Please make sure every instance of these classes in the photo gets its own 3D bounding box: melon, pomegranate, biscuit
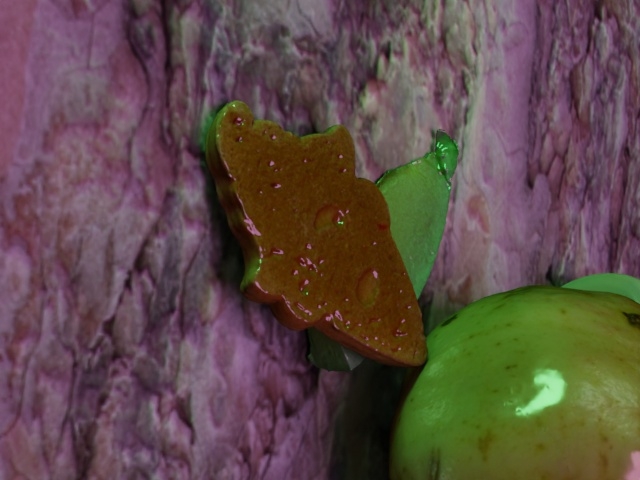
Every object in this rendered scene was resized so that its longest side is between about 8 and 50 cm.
[{"bbox_3d":[0.051,-0.001,1.384,0.114,0.053,0.261,47,57,-18],"label":"melon"},{"bbox_3d":[0.187,0.204,1.363,0.342,0.343,0.342,-7,100,-46],"label":"pomegranate"},{"bbox_3d":[0.000,0.000,1.285,0.280,0.043,0.183,52,54,-23],"label":"biscuit"}]

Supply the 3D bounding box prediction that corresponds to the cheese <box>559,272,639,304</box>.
[{"bbox_3d":[0.311,0.096,1.523,0.064,0.227,0.137,43,59,-40],"label":"cheese"}]
